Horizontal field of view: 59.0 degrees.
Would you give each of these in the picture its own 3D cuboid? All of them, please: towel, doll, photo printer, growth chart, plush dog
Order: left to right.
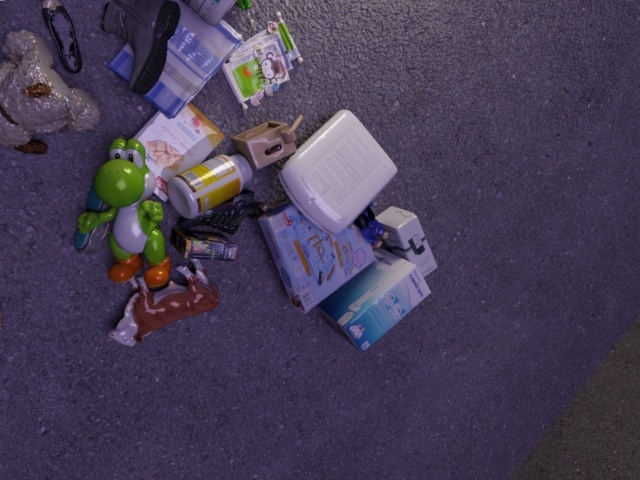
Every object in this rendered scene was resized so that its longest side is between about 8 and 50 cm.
[{"bbox_3d":[-0.668,-0.298,1.264,0.225,0.210,0.262,-30,118,15],"label":"plush dog"},{"bbox_3d":[-0.358,-0.472,1.414,0.209,0.034,0.285,41,84,-13],"label":"towel"},{"bbox_3d":[-0.158,-0.483,1.549,0.237,0.021,0.172,-41,119,-10],"label":"growth chart"},{"bbox_3d":[0.044,-0.183,1.597,0.256,0.107,0.307,48,64,-11],"label":"photo printer"},{"bbox_3d":[0.138,-0.071,1.729,0.129,0.046,0.189,-50,119,-23],"label":"doll"}]

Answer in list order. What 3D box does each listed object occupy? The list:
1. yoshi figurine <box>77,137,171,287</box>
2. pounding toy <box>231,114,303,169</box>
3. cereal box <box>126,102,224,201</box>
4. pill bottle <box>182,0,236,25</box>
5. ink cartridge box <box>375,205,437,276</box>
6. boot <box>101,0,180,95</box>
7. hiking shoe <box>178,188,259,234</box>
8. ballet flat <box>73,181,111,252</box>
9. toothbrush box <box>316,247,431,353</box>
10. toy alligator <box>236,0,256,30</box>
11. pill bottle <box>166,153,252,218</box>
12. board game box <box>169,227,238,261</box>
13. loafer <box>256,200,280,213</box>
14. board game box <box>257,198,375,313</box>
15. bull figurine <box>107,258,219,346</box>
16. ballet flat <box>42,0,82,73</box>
[{"bbox_3d":[-0.464,-0.056,1.356,0.203,0.203,0.362,-17,119,-32],"label":"yoshi figurine"},{"bbox_3d":[-0.114,-0.261,1.527,0.181,0.206,0.094,-28,115,-17],"label":"pounding toy"},{"bbox_3d":[-0.394,-0.245,1.481,0.240,0.047,0.173,-50,119,-6],"label":"cereal box"},{"bbox_3d":[-0.323,-0.687,1.285,0.361,0.204,0.204,38,86,-19],"label":"pill bottle"},{"bbox_3d":[0.272,0.008,1.830,0.087,0.153,0.208,-33,115,-15],"label":"ink cartridge box"},{"bbox_3d":[-0.448,-0.482,1.353,0.161,0.083,0.246,20,89,3],"label":"boot"},{"bbox_3d":[-0.277,-0.058,1.572,0.227,0.086,0.114,-22,113,-18],"label":"hiking shoe"},{"bbox_3d":[-0.565,-0.068,1.445,0.068,0.072,0.213,14,100,-57],"label":"ballet flat"},{"bbox_3d":[0.160,0.179,1.786,0.295,0.216,0.126,-41,119,-12],"label":"toothbrush box"},{"bbox_3d":[-0.210,-0.638,1.464,0.051,0.056,0.189,-2,112,18],"label":"toy alligator"},{"bbox_3d":[-0.287,-0.151,1.493,0.215,0.117,0.117,-34,118,-35],"label":"pill bottle"},{"bbox_3d":[-0.316,0.010,1.523,0.141,0.170,0.048,5,101,-29],"label":"board game box"},{"bbox_3d":[-0.124,-0.085,1.662,0.148,0.056,0.050,26,89,-41],"label":"loafer"},{"bbox_3d":[0.000,0.000,1.699,0.318,0.066,0.318,-34,117,-31],"label":"board game box"},{"bbox_3d":[-0.436,0.165,1.546,0.310,0.101,0.188,-18,110,-21],"label":"bull figurine"},{"bbox_3d":[-0.594,-0.476,1.313,0.057,0.049,0.173,-23,114,-21],"label":"ballet flat"}]
